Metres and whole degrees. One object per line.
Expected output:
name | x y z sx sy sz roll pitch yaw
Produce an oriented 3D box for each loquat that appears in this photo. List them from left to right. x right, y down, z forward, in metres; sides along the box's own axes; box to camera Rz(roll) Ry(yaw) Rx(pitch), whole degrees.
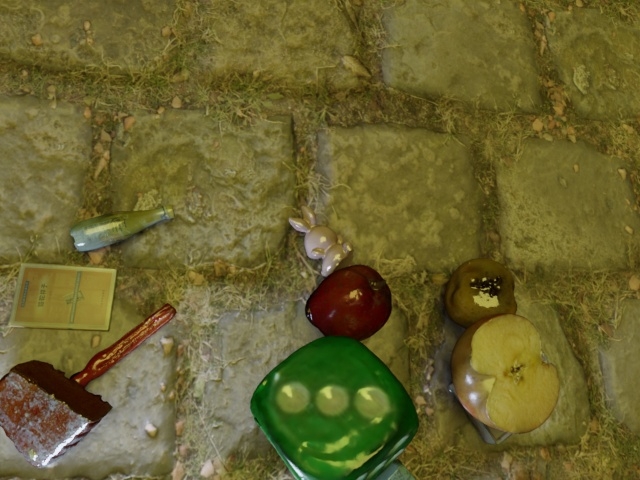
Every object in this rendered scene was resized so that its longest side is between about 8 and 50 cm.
loquat | 0.458 0.154 1.528 0.213 0.213 0.213 3 70 -10

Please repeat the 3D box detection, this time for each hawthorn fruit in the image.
hawthorn fruit | 0.091 0.158 1.430 0.215 0.249 0.215 23 42 -23

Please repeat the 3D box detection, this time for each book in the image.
book | -0.665 0.146 1.412 0.242 0.018 0.170 4 71 -10

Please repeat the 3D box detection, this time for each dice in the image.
dice | 0.030 0.422 1.266 0.300 0.287 0.297 -35 59 -20

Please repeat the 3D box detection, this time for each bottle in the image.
bottle | -0.531 -0.043 1.472 0.270 0.083 0.083 -18 75 -20

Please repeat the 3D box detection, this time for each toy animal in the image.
toy animal | -0.001 0.001 1.552 0.124 0.124 0.212 -36 72 -20

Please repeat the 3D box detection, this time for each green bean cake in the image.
green bean cake | -0.639 0.385 1.265 0.233 0.097 0.198 44 93 6

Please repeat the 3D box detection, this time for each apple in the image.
apple | 0.455 0.336 1.407 0.251 0.163 0.293 -15 88 -24

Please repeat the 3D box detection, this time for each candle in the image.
candle | -0.507 0.273 1.379 0.329 0.051 0.048 -40 57 -21

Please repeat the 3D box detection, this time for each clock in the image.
clock | 0.469 0.441 1.498 0.147 0.071 0.192 -30 79 -19

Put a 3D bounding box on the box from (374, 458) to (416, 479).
box | 0.151 0.651 1.332 0.227 0.130 0.162 -40 94 -23
